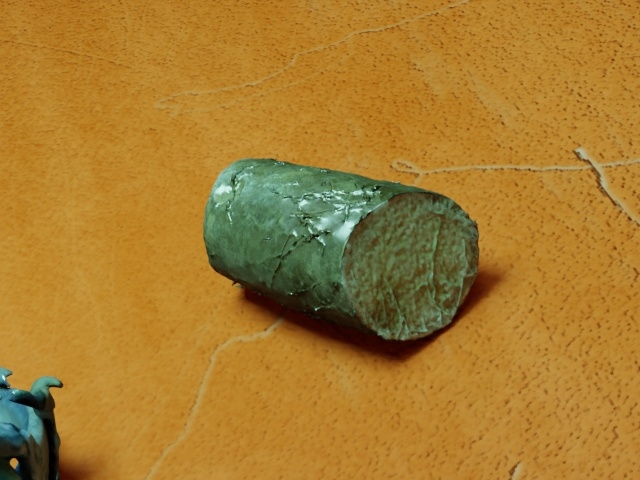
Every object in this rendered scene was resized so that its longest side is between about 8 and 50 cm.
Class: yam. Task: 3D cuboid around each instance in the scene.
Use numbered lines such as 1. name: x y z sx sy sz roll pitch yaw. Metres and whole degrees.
1. yam: 0.000 0.000 1.093 0.183 0.107 0.107 15 49 43

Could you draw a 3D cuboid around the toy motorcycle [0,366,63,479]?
1. toy motorcycle: -0.270 0.130 1.031 0.206 0.154 0.260 -19 24 -40
